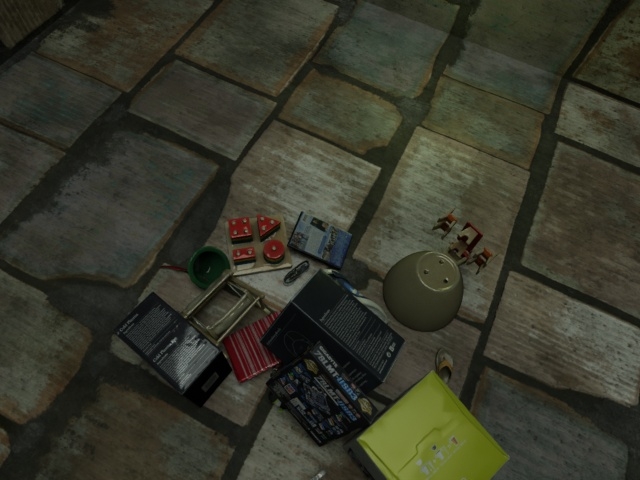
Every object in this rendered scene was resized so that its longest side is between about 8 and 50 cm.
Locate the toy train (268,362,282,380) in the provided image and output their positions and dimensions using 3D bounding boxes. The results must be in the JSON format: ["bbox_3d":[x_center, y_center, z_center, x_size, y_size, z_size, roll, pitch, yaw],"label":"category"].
[{"bbox_3d":[-0.163,0.467,1.730,0.036,0.027,0.159,12,62,-1],"label":"toy train"}]

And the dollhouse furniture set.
[{"bbox_3d":[0.605,0.009,1.912,0.135,0.259,0.262,-36,71,-18],"label":"dollhouse furniture set"}]

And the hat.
[{"bbox_3d":[-0.508,0.100,1.891,0.208,0.183,0.173,38,70,-34],"label":"hat"}]

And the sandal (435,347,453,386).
[{"bbox_3d":[0.477,0.503,1.760,0.072,0.049,0.180,17,62,4],"label":"sandal"}]

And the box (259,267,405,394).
[{"bbox_3d":[0.036,0.352,1.599,0.395,0.294,0.212,40,43,3],"label":"box"}]

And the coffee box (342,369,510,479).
[{"bbox_3d":[0.323,0.688,1.487,0.337,0.334,0.338,-34,70,-20],"label":"coffee box"}]

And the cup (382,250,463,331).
[{"bbox_3d":[0.434,0.172,1.825,0.330,0.237,0.332,2,63,-4],"label":"cup"}]

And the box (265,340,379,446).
[{"bbox_3d":[-0.003,0.517,1.514,0.295,0.293,0.073,48,38,4],"label":"box"}]

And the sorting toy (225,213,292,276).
[{"bbox_3d":[-0.264,0.003,1.929,0.255,0.089,0.257,-9,63,-10],"label":"sorting toy"}]

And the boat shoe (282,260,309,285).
[{"bbox_3d":[-0.102,0.131,1.904,0.049,0.040,0.142,43,66,16],"label":"boat shoe"}]

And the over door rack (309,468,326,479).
[{"bbox_3d":[-0.053,0.933,1.465,0.324,0.108,0.240,-36,70,-6],"label":"over door rack"}]

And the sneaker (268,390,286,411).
[{"bbox_3d":[-0.094,0.525,1.693,0.097,0.084,0.235,46,67,-8],"label":"sneaker"}]

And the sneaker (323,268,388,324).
[{"bbox_3d":[0.116,0.223,1.831,0.322,0.130,0.236,30,18,-27],"label":"sneaker"}]

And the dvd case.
[{"bbox_3d":[0.000,0.000,1.962,0.252,0.022,0.181,25,62,-8],"label":"dvd case"}]

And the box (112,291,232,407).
[{"bbox_3d":[-0.489,0.383,1.565,0.312,0.343,0.179,36,66,12],"label":"box"}]

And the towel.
[{"bbox_3d":[-0.220,0.397,1.738,0.274,0.031,0.199,-25,58,-13],"label":"towel"}]

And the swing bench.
[{"bbox_3d":[-0.372,0.262,1.723,0.254,0.165,0.253,33,64,22],"label":"swing bench"}]
